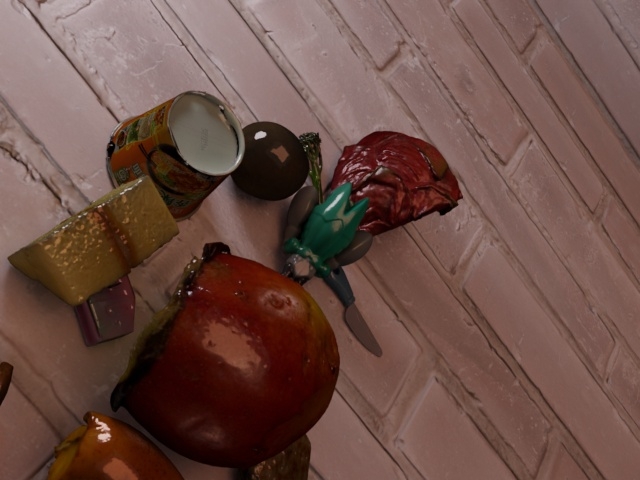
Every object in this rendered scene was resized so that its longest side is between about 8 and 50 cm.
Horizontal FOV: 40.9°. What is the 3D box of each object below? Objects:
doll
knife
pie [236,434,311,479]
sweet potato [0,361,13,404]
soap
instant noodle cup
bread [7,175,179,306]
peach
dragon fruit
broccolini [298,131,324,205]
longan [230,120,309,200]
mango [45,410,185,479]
[{"bbox_3d":[-0.010,-0.018,1.849,0.258,0.153,0.195,-25,98,-20],"label":"doll"},{"bbox_3d":[0.072,0.162,1.922,0.058,0.032,0.244,-34,100,-50],"label":"knife"},{"bbox_3d":[-0.081,0.438,1.609,0.193,0.079,0.163,-44,111,-45],"label":"pie"},{"bbox_3d":[-0.526,0.297,1.267,0.057,0.057,0.265,36,50,-26],"label":"sweet potato"},{"bbox_3d":[-0.378,0.100,1.500,0.100,0.056,0.149,-12,80,-48],"label":"soap"},{"bbox_3d":[-0.265,-0.169,1.641,0.230,0.182,0.230,19,60,-37],"label":"instant noodle cup"},{"bbox_3d":[-0.378,-0.011,1.457,0.178,0.142,0.266,38,49,10],"label":"bread"},{"bbox_3d":[-0.157,0.193,1.420,0.416,0.353,0.339,24,93,-48],"label":"peach"},{"bbox_3d":[0.157,-0.081,2.026,0.330,0.302,0.240,-43,135,-30],"label":"dragon fruit"},{"bbox_3d":[-0.021,-0.142,1.960,0.058,0.067,0.216,5,77,-39],"label":"broccolini"},{"bbox_3d":[-0.107,-0.166,1.813,0.187,0.167,0.168,28,51,-58],"label":"longan"},{"bbox_3d":[-0.297,0.432,1.343,0.201,0.199,0.350,-41,116,-17],"label":"mango"}]
